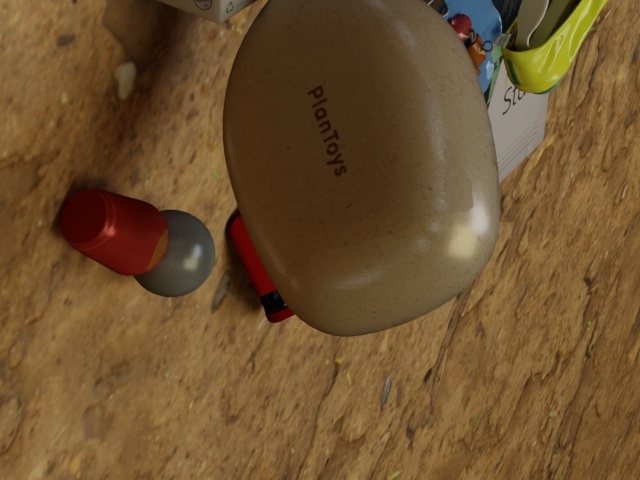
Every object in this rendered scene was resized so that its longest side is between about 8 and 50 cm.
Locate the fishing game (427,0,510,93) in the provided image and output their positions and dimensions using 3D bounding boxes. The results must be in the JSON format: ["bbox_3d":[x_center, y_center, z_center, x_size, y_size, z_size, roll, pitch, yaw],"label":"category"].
[{"bbox_3d":[0.116,-0.127,1.328,0.189,0.041,0.264,-52,149,-37],"label":"fishing game"}]

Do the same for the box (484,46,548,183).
[{"bbox_3d":[0.167,-0.188,1.615,0.232,0.058,0.322,-42,144,-42],"label":"box"}]

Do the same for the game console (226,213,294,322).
[{"bbox_3d":[0.000,0.000,1.403,0.144,0.085,0.124,-26,171,-4],"label":"game console"}]

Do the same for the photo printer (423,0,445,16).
[{"bbox_3d":[0.097,-0.339,1.289,0.256,0.107,0.307,-61,155,-10],"label":"photo printer"}]

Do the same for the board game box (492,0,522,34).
[{"bbox_3d":[0.221,-0.285,1.536,0.136,0.035,0.201,-10,119,-61],"label":"board game box"}]

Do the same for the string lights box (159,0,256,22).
[{"bbox_3d":[-0.054,-0.293,1.068,0.133,0.077,0.259,-40,144,-45],"label":"string lights box"}]

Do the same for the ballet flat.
[{"bbox_3d":[0.233,-0.243,1.474,0.077,0.077,0.231,41,75,-46],"label":"ballet flat"}]

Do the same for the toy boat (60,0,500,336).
[{"bbox_3d":[-0.024,-0.043,1.136,0.148,0.318,0.267,27,47,-59],"label":"toy boat"}]
